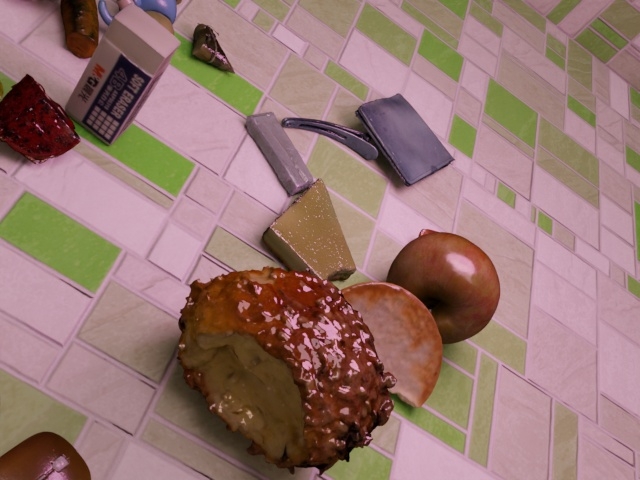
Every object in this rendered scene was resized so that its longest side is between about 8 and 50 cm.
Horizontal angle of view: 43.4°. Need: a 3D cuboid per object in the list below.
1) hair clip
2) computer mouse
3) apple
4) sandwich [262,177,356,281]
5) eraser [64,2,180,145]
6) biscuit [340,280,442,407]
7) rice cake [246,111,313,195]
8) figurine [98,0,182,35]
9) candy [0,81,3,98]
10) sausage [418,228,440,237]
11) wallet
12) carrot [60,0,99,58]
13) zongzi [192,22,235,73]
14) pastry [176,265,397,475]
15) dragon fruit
[{"bbox_3d":[0.021,-0.275,2.061,0.275,0.048,0.083,13,49,-25],"label":"hair clip"},{"bbox_3d":[-0.442,0.377,1.168,0.126,0.056,0.245,49,41,4],"label":"computer mouse"},{"bbox_3d":[0.280,0.099,1.809,0.257,0.257,0.234,45,38,0],"label":"apple"},{"bbox_3d":[0.000,0.000,1.813,0.212,0.063,0.245,47,42,-3],"label":"sandwich"},{"bbox_3d":[-0.395,-0.321,1.584,0.124,0.279,0.081,39,42,-8],"label":"eraser"},{"bbox_3d":[0.135,0.197,1.691,0.309,0.040,0.205,35,83,-12],"label":"biscuit"},{"bbox_3d":[-0.094,-0.209,1.912,0.085,0.040,0.226,-17,69,-45],"label":"rice cake"},{"bbox_3d":[-0.403,-0.523,1.838,0.180,0.153,0.262,39,35,-28],"label":"figurine"},{"bbox_3d":[-0.676,-0.358,1.568,0.077,0.073,0.262,20,37,-50],"label":"candy"},{"bbox_3d":[0.315,0.030,2.022,0.179,0.089,0.089,25,45,-16],"label":"sausage"},{"bbox_3d":[0.233,-0.280,2.186,0.251,0.054,0.290,53,32,4],"label":"wallet"},{"bbox_3d":[-0.526,-0.482,1.760,0.082,0.082,0.173,11,52,-32],"label":"carrot"},{"bbox_3d":[-0.261,-0.474,1.986,0.119,0.055,0.109,26,42,-36],"label":"zongzi"},{"bbox_3d":[-0.056,0.212,1.439,0.405,0.292,0.337,40,32,11],"label":"pastry"},{"bbox_3d":[-0.557,-0.230,1.549,0.127,0.121,0.161,-33,46,-8],"label":"dragon fruit"}]
